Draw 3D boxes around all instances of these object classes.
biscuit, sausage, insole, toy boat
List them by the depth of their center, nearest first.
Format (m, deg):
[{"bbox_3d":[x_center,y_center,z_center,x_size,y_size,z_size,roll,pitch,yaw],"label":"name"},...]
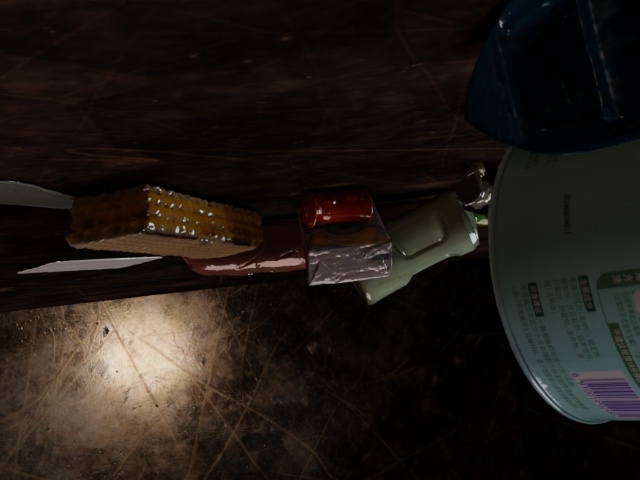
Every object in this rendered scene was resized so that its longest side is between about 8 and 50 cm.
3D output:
[{"bbox_3d":[0.147,-0.095,0.371,0.062,0.096,0.299,-16,179,-15],"label":"toy boat"},{"bbox_3d":[-0.283,-0.041,0.786,0.080,0.003,0.232,-9,175,16],"label":"insole"},{"bbox_3d":[-0.165,-0.015,0.957,0.094,0.054,0.379,-12,174,14],"label":"biscuit"},{"bbox_3d":[0.000,0.000,1.245,0.433,0.087,0.088,-7,175,-10],"label":"sausage"}]

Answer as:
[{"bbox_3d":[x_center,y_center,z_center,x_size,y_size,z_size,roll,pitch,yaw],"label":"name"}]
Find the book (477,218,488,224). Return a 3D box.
[{"bbox_3d":[0.248,-0.024,1.727,0.199,0.016,0.138,-11,174,27],"label":"book"}]

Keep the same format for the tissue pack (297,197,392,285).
[{"bbox_3d":[0.030,-0.002,1.080,0.109,0.060,0.148,-6,-154,-4],"label":"tissue pack"}]

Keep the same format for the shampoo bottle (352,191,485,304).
[{"bbox_3d":[0.147,-0.003,1.171,0.234,0.087,0.118,-28,-154,-4],"label":"shampoo bottle"}]

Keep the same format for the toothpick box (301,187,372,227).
[{"bbox_3d":[0.019,-0.041,1.019,0.083,0.047,0.047,-5,174,-24],"label":"toothpick box"}]

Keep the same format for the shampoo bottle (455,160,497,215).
[{"bbox_3d":[0.216,-0.062,1.035,0.057,0.063,0.208,1,-179,25],"label":"shampoo bottle"}]

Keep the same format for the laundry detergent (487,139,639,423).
[{"bbox_3d":[0.341,0.003,0.647,0.287,0.287,0.305,-3,173,-44],"label":"laundry detergent"}]

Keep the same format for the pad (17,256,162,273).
[{"bbox_3d":[-0.434,0.046,1.542,0.156,0.004,0.232,-12,174,41],"label":"pad"}]
